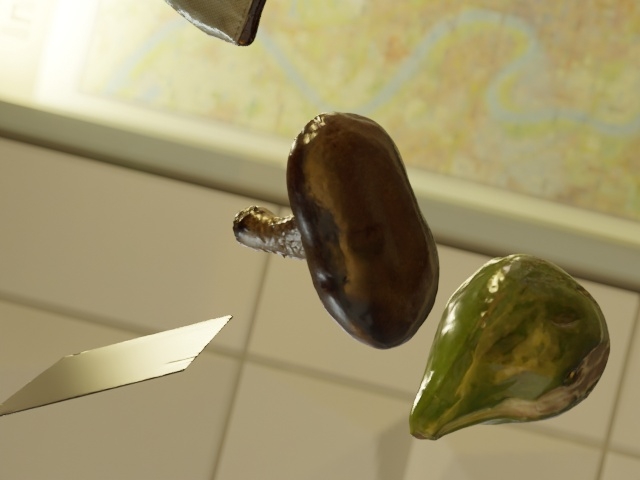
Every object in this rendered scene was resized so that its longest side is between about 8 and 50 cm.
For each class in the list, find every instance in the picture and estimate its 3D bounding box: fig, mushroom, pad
[{"bbox_3d":[0.198,0.141,2.169,0.275,0.206,0.206,-31,-26,-27],"label":"fig"},{"bbox_3d":[0.000,0.000,1.766,0.217,0.148,0.227,-14,91,51],"label":"mushroom"},{"bbox_3d":[-0.166,0.101,1.508,0.243,0.164,0.004,-47,-57,-80],"label":"pad"}]

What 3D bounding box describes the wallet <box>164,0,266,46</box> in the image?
[{"bbox_3d":[-0.135,-0.423,2.289,0.068,0.275,0.335,-34,-27,-56],"label":"wallet"}]
